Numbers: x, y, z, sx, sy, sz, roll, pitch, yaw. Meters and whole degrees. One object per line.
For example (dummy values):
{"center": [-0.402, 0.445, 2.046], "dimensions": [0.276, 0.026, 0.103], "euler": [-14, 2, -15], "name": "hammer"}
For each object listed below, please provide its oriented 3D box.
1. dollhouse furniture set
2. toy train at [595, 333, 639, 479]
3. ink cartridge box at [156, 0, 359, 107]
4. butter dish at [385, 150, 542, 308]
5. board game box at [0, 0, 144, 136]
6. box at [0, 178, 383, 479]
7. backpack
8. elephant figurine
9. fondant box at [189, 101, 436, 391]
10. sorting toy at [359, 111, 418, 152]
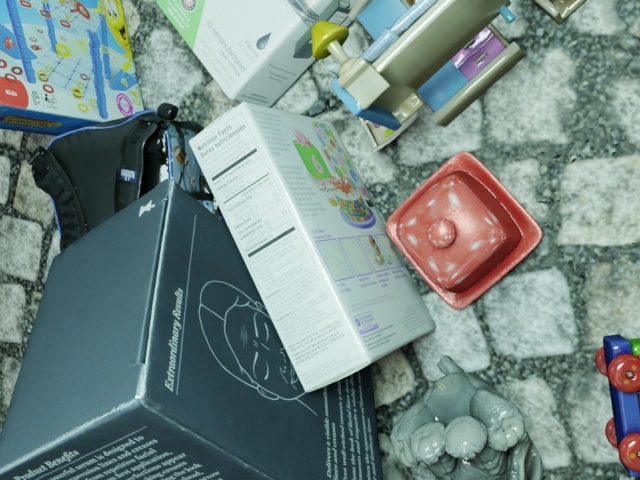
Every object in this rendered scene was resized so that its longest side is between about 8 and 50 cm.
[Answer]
{"center": [0.127, -0.292, 0.821], "dimensions": [0.286, 0.303, 0.198], "euler": [-42, 76, 21], "name": "dollhouse furniture set"}
{"center": [0.405, 0.227, 0.829], "dimensions": [0.143, 0.105, 0.248], "euler": [-8, 89, 12], "name": "toy train"}
{"center": [-0.062, -0.350, 1.010], "dimensions": [0.273, 0.114, 0.198], "euler": [-43, 74, 21], "name": "ink cartridge box"}
{"center": [0.164, -0.011, 0.916], "dimensions": [0.160, 0.118, 0.160], "euler": [-45, 74, 21], "name": "butter dish"}
{"center": [-0.406, -0.310, 1.070], "dimensions": [0.086, 0.308, 0.302], "euler": [-13, 87, 24], "name": "board game box"}
{"center": [-0.122, 0.183, 0.856], "dimensions": [0.212, 0.395, 0.294], "euler": [-29, 39, 23], "name": "box"}
{"center": [-0.264, -0.034, 1.069], "dimensions": [0.276, 0.213, 0.264], "euler": [-9, 80, 31], "name": "backpack"}
{"center": [0.197, 0.297, 0.902], "dimensions": [0.169, 0.186, 0.239], "euler": [0, 123, 59], "name": "elephant figurine"}
{"center": [0.000, 0.000, 0.927], "dimensions": [0.096, 0.238, 0.330], "euler": [-29, 80, 25], "name": "fondant box"}
{"center": [0.089, -0.170, 0.989], "dimensions": [0.075, 0.045, 0.083], "euler": [-29, 79, 16], "name": "sorting toy"}
